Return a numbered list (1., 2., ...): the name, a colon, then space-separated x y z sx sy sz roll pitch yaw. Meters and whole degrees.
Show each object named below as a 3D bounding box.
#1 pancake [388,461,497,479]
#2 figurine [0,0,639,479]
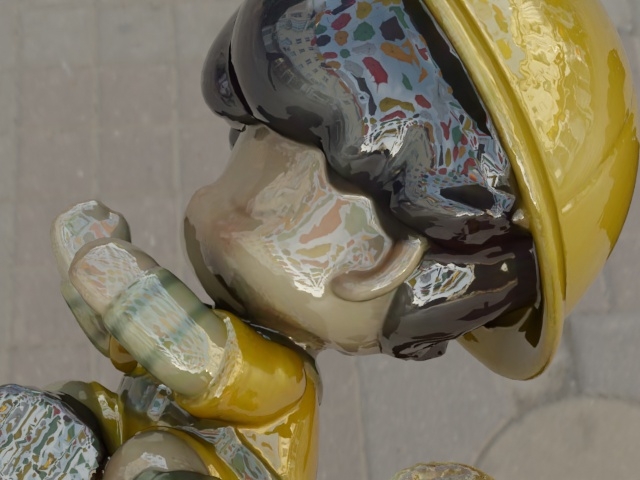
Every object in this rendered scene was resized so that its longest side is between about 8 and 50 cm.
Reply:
1. pancake: 0.116 0.245 1.319 0.158 0.028 0.158 11 40 -9
2. figurine: 0.004 0.002 0.553 0.257 0.167 0.192 -56 30 -4
